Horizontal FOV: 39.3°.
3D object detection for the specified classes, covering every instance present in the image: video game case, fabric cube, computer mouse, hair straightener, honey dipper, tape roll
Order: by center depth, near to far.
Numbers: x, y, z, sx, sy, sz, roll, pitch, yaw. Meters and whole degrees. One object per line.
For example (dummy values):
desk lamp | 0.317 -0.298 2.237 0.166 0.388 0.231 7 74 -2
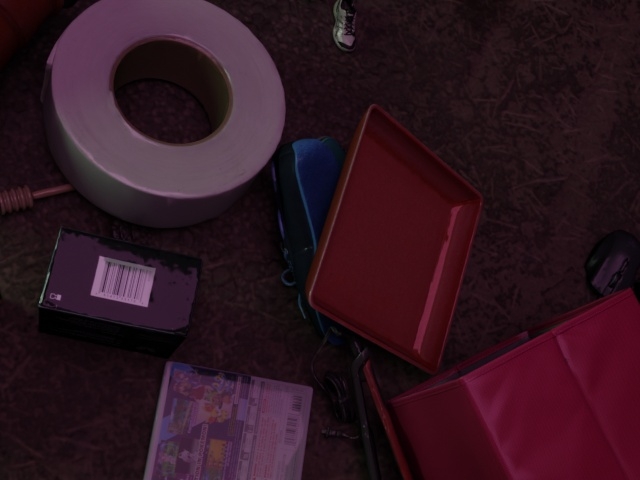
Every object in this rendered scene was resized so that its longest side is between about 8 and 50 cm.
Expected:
fabric cube | 0.267 0.241 1.047 0.259 0.254 0.258 -23 80 -22
video game case | -0.110 0.256 1.051 0.183 0.023 0.201 13 71 -14
hair straightener | 0.040 0.214 1.078 0.089 0.047 0.230 -19 94 6
honey dipper | -0.307 -0.063 1.085 0.161 0.030 0.030 -15 78 -23
tape roll | -0.191 -0.162 1.100 0.286 0.100 0.286 8 67 -19
computer mouse | 0.395 0.084 1.253 0.071 0.041 0.242 31 67 -7

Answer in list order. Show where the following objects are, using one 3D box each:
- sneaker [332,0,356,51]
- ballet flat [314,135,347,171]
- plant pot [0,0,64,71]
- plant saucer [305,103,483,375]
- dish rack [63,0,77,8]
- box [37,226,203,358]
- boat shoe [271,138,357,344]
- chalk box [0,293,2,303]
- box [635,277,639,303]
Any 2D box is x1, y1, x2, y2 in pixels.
sneaker | 0.036 -0.308 1.266 0.032 0.037 0.083 -3 76 -20
ballet flat | 0.038 -0.050 1.168 0.070 0.070 0.188 -35 100 -24
plant pot | -0.467 -0.222 0.973 0.272 0.272 0.265 27 75 -8
plant saucer | 0.089 0.005 1.112 0.258 0.048 0.259 33 68 -41
dish rack | -0.346 -0.412 1.122 0.208 0.074 0.271 28 46 -10
box | -0.226 0.063 0.999 0.156 0.158 0.093 14 70 -13
boat shoe | 0.000 0.000 1.125 0.109 0.089 0.258 -12 100 -35
chalk box | -0.463 0.072 0.939 0.213 0.132 0.132 20 69 -10
box | 0.636 0.198 1.219 0.313 0.179 0.343 1 73 -19
